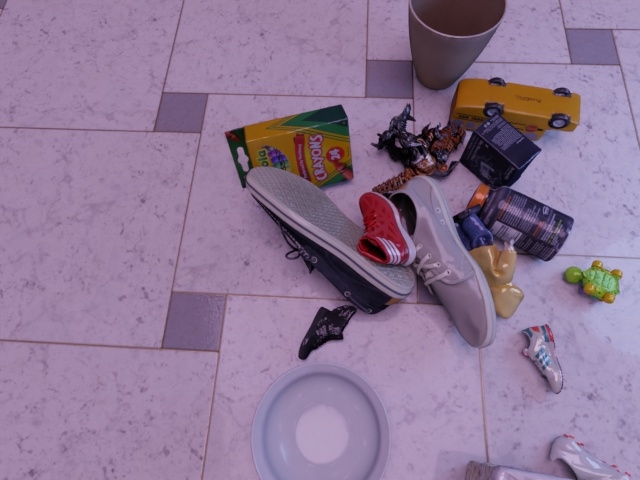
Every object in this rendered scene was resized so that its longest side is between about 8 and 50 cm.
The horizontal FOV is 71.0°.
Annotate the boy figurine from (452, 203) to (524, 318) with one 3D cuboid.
[{"bbox_3d":[0.417,0.053,1.112,0.092,0.177,0.285,-22,80,-37],"label":"boy figurine"}]

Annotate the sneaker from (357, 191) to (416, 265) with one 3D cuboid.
[{"bbox_3d":[0.129,-0.036,1.061,0.128,0.087,0.221,2,44,-42],"label":"sneaker"}]

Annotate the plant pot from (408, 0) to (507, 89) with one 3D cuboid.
[{"bbox_3d":[0.363,-0.577,1.298,0.256,0.274,0.257,-1,68,1],"label":"plant pot"}]

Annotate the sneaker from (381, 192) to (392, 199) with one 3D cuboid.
[{"bbox_3d":[0.206,-0.090,1.212,0.152,0.085,0.058,2,68,3],"label":"sneaker"}]

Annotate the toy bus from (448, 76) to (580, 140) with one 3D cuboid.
[{"bbox_3d":[0.551,-0.373,1.287,0.332,0.130,0.108,12,68,7],"label":"toy bus"}]

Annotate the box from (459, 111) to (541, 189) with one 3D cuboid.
[{"bbox_3d":[0.481,-0.231,1.219,0.093,0.156,0.158,-39,72,-12],"label":"box"}]

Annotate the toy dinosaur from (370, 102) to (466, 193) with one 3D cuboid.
[{"bbox_3d":[0.267,-0.247,1.247,0.218,0.164,0.322,48,55,1],"label":"toy dinosaur"}]

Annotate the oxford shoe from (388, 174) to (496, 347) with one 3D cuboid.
[{"bbox_3d":[0.281,0.051,1.092,0.130,0.169,0.450,-13,73,-24],"label":"oxford shoe"}]

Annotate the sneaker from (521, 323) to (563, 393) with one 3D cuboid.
[{"bbox_3d":[0.526,0.284,1.075,0.075,0.057,0.162,-9,69,16],"label":"sneaker"}]

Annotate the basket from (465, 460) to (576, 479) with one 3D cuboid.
[{"bbox_3d":[0.435,0.614,0.827,0.331,0.266,0.329,11,69,6],"label":"basket"}]

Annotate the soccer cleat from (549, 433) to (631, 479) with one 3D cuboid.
[{"bbox_3d":[0.598,0.507,0.975,0.196,0.068,0.076,32,78,21],"label":"soccer cleat"}]

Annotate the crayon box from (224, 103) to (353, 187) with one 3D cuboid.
[{"bbox_3d":[-0.077,-0.228,1.212,0.318,0.202,0.081,-14,47,-2],"label":"crayon box"}]

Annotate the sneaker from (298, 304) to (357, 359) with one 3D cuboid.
[{"bbox_3d":[0.018,0.229,1.110,0.089,0.051,0.170,21,67,15],"label":"sneaker"}]

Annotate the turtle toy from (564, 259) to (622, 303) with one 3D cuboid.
[{"bbox_3d":[0.684,0.103,1.127,0.130,0.066,0.095,27,70,13],"label":"turtle toy"}]

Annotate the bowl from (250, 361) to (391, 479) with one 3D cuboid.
[{"bbox_3d":[0.002,0.427,0.988,0.297,0.134,0.298,0,69,1],"label":"bowl"}]

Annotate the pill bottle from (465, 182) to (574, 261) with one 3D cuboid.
[{"bbox_3d":[0.506,-0.057,1.163,0.245,0.130,0.130,29,72,12],"label":"pill bottle"}]

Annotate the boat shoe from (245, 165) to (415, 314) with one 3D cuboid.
[{"bbox_3d":[0.000,0.000,1.119,0.500,0.156,0.187,39,35,5],"label":"boat shoe"}]
